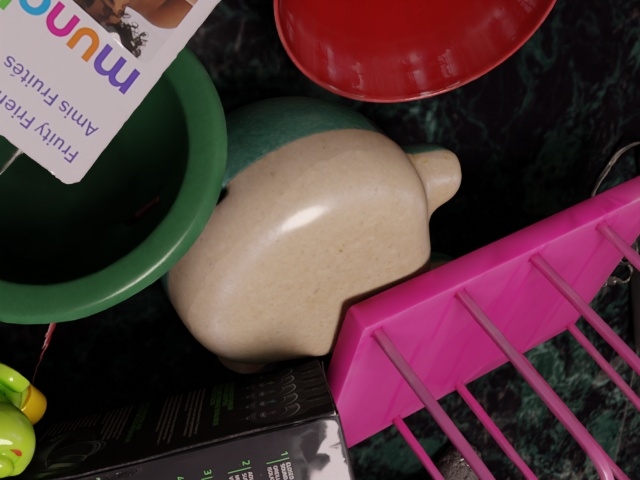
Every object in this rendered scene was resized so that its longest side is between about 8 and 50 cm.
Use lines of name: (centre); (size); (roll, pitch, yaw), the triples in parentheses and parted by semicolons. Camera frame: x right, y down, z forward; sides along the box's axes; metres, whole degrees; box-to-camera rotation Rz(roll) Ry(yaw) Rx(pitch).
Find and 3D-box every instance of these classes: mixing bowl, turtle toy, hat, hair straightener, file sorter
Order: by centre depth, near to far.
turtle toy: (-0.202, 0.090, 0.467); (0.066, 0.130, 0.095); (-62, 144, -27)
hat: (-0.154, -0.021, 0.527); (0.208, 0.183, 0.173); (-35, 83, -9)
mixing bowl: (0.053, -0.185, 0.531); (0.181, 0.098, 0.181); (-9, 145, -6)
file sorter: (0.168, 0.116, 0.617); (0.290, 0.182, 0.202); (-22, 149, -26)
hair straightener: (0.295, 0.017, 0.787); (0.089, 0.047, 0.230); (-26, 119, -17)

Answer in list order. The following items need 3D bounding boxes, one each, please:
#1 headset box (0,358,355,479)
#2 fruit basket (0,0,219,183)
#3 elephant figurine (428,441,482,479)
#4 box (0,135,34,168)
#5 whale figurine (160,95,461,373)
headset box: (-0.086, 0.225, 0.512); (0.283, 0.131, 0.246); (-14, 96, -3)
fruit basket: (-0.121, -0.256, 0.365); (0.327, 0.165, 0.353); (43, 71, -31)
elephant figurine: (0.063, 0.287, 0.691); (0.239, 0.186, 0.169); (-29, 156, -1)
box: (-0.197, -0.084, 0.508); (0.067, 0.018, 0.083); (-18, 117, -20)
whale figurine: (0.000, 0.000, 0.595); (0.216, 0.141, 0.272); (-44, 147, 13)
